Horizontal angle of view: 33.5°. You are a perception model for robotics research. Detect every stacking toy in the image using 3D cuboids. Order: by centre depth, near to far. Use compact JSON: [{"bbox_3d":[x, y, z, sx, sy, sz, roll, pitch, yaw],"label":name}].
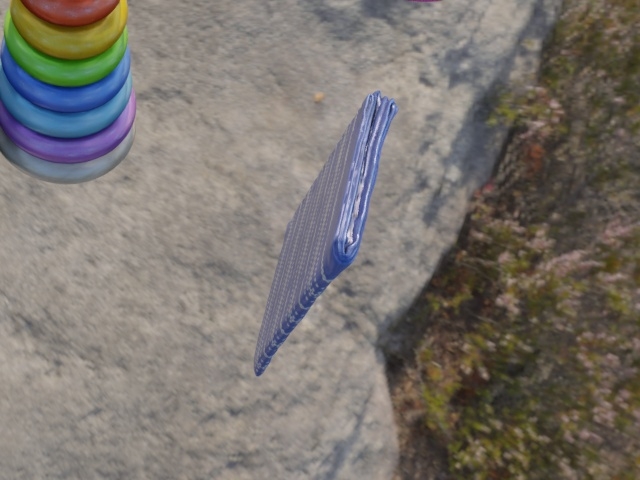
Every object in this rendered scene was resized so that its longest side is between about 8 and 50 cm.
[{"bbox_3d":[-0.215,-0.186,0.919,0.141,0.330,0.141,7,60,-13],"label":"stacking toy"}]

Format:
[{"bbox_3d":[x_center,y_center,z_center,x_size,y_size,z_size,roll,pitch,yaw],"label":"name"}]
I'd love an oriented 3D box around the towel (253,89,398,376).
[{"bbox_3d":[0.000,0.000,1.278,0.040,0.336,0.243,20,57,-9],"label":"towel"}]
